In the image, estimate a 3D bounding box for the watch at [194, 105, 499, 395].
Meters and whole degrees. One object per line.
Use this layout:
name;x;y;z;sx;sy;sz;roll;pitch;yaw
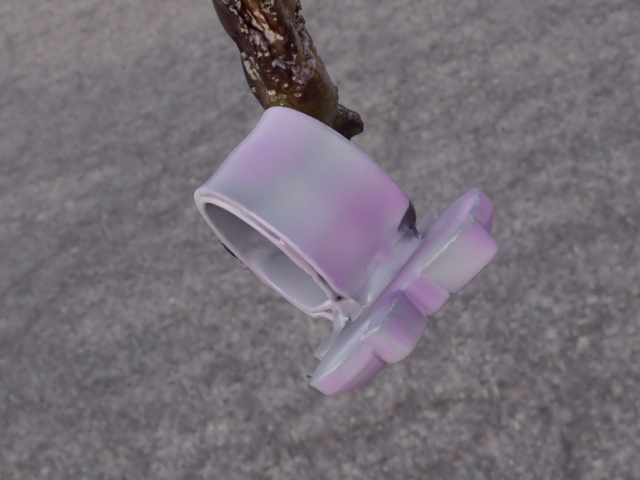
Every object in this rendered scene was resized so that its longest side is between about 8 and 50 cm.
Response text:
watch;0.000;0.000;1.202;0.211;0.217;0.248;-50;3;-11

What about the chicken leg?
chicken leg;-0.035;-0.201;1.465;0.083;0.322;0.177;-17;29;16
